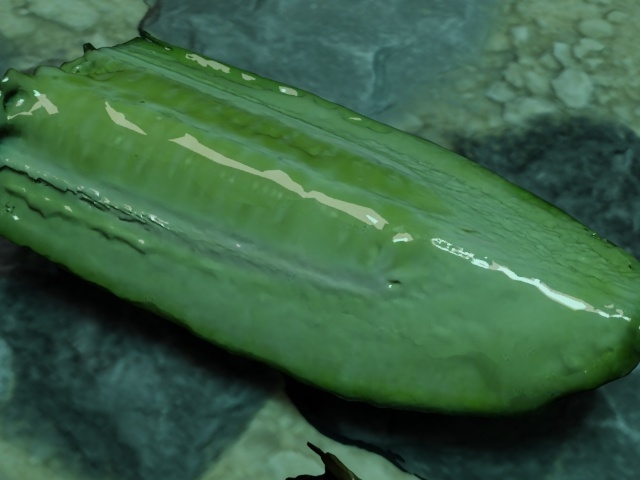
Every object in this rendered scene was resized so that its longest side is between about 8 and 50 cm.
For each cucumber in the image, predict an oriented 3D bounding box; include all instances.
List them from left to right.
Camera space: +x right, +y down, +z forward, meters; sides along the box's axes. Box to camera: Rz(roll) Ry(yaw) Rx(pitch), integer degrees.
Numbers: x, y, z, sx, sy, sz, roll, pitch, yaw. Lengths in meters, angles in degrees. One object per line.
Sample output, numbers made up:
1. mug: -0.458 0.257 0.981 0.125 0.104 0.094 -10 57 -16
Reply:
1. cucumber: 0.000 0.001 0.643 0.325 0.105 0.145 20 25 13

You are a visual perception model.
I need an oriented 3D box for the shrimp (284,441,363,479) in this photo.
1. shrimp: -0.061 0.125 0.515 0.290 0.054 0.222 11 17 20
